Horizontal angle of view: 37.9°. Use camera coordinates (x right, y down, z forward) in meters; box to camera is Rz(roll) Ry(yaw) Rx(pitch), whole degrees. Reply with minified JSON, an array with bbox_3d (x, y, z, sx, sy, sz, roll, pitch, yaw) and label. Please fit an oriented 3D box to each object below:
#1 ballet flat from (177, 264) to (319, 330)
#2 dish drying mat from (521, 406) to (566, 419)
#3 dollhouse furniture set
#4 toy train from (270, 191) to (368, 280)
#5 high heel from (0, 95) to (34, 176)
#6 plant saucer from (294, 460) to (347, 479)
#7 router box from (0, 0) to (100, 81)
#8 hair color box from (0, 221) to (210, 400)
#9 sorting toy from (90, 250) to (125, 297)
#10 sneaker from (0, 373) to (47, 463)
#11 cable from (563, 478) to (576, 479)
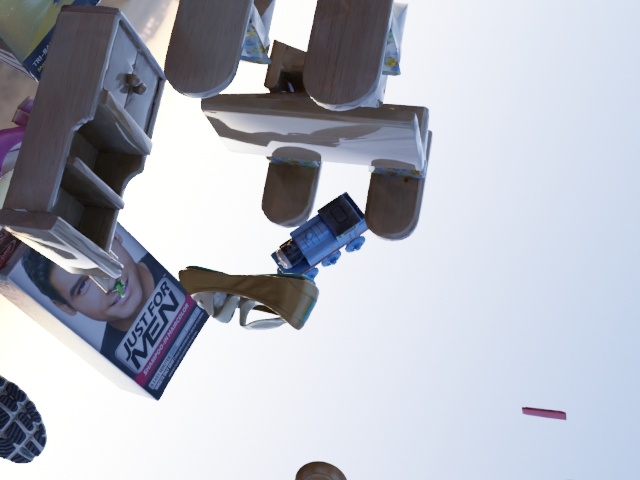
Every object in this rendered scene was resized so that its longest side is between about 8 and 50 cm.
[{"bbox_3d":[-0.107,0.075,1.196,0.232,0.080,0.073,1,-112,39],"label":"ballet flat"},{"bbox_3d":[0.429,0.331,1.787,0.032,0.083,0.008,69,30,-50],"label":"dish drying mat"},{"bbox_3d":[-0.096,-0.088,0.981,0.362,0.394,0.257,60,39,-69],"label":"dollhouse furniture set"},{"bbox_3d":[0.000,0.000,1.572,0.184,0.080,0.105,-34,156,-6],"label":"toy train"},{"bbox_3d":[-0.454,-0.123,1.438,0.082,0.117,0.244,-51,-167,37],"label":"high heel"},{"bbox_3d":[0.000,0.370,1.395,0.083,0.083,0.015,-52,-176,23],"label":"plant saucer"},{"bbox_3d":[-0.340,-0.390,1.161,0.309,0.081,0.243,-58,162,-12],"label":"router box"},{"bbox_3d":[-0.361,0.086,1.529,0.113,0.374,0.185,7,-122,41],"label":"hair color box"},{"bbox_3d":[-0.265,0.033,1.153,0.012,0.083,0.062,-19,-138,23],"label":"sorting toy"},{"bbox_3d":[-0.545,0.248,1.526,0.107,0.275,0.110,-45,174,-5],"label":"sneaker"},{"bbox_3d":[0.262,0.398,1.046,0.089,0.257,0.257,0,-113,39],"label":"cable"}]
